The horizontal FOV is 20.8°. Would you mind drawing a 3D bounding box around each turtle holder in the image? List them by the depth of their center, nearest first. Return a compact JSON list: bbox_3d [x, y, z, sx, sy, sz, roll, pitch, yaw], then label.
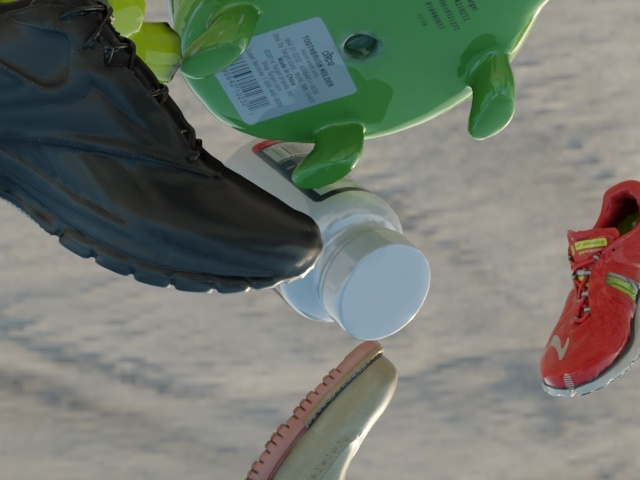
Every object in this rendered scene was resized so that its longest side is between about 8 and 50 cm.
[{"bbox_3d":[0.038,-0.214,1.226,0.243,0.227,0.320,23,134,-36],"label":"turtle holder"}]

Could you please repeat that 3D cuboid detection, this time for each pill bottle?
[{"bbox_3d":[0.000,0.000,1.329,0.108,0.108,0.180,12,-161,-39],"label":"pill bottle"}]

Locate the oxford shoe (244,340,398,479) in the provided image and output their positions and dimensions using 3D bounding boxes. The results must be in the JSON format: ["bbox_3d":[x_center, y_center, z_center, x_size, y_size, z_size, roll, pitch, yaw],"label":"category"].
[{"bbox_3d":[-0.019,0.279,1.588,0.147,0.397,0.140,30,-179,9],"label":"oxford shoe"}]

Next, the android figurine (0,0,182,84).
[{"bbox_3d":[-0.226,-0.118,1.062,0.273,0.056,0.248,1,172,-44],"label":"android figurine"}]

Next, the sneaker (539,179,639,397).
[{"bbox_3d":[0.285,0.045,1.821,0.107,0.279,0.118,-8,128,40],"label":"sneaker"}]

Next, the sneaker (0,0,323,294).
[{"bbox_3d":[-0.122,-0.063,0.908,0.286,0.130,0.109,24,-173,-12],"label":"sneaker"}]
